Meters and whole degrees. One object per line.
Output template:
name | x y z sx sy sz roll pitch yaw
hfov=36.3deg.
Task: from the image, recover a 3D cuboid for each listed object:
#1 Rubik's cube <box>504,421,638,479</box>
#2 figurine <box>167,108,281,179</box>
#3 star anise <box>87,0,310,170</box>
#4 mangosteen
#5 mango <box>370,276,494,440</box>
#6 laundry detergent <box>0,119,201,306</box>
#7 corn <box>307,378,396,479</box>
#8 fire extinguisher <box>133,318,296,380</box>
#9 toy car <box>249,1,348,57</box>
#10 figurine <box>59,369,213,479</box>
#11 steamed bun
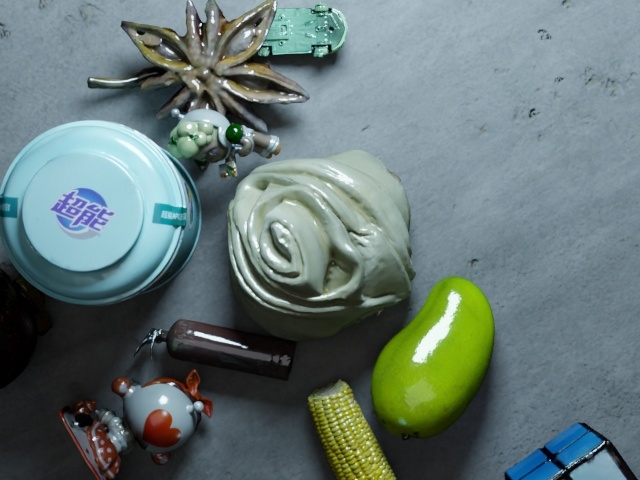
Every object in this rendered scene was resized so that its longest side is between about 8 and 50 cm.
Rubik's cube | 0.440 0.436 1.649 0.183 0.167 0.180 -33 91 1
figurine | -0.161 -0.158 1.615 0.197 0.147 0.093 17 66 -30
star anise | -0.200 -0.286 1.663 0.349 0.109 0.292 -35 96 12
mangosteen | -0.564 0.132 1.625 0.228 0.228 0.265 45 52 0
mango | 0.196 0.202 1.664 0.175 0.143 0.293 29 79 5
laundry detergent | -0.349 -0.042 1.569 0.287 0.305 0.287 0 90 -1
corn | 0.056 0.364 1.681 0.093 0.093 0.244 -27 88 -1
fire extinguisher | -0.179 0.190 1.681 0.267 0.072 0.089 11 56 -1
toy car | -0.043 -0.360 1.698 0.186 0.058 0.093 0 94 11
figurine | -0.294 0.305 1.659 0.226 0.160 0.183 -31 91 -10
steamed bun | 0.002 0.010 1.616 0.324 0.219 0.310 -11 90 -1
